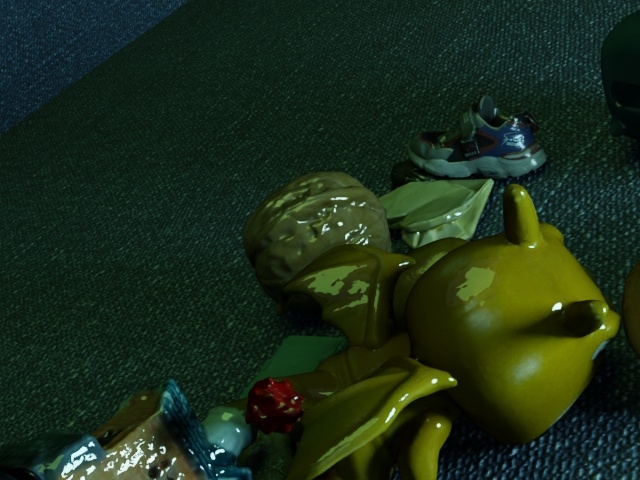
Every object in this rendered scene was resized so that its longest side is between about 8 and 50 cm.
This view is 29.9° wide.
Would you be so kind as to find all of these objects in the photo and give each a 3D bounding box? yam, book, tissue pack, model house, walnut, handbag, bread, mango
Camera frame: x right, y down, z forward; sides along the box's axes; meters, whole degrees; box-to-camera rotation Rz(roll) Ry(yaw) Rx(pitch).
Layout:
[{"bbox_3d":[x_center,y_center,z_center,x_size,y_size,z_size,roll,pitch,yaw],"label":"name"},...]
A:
[{"bbox_3d":[-0.056,0.269,1.347,0.078,0.078,0.179,-23,24,3],"label":"yam"},{"bbox_3d":[-0.037,0.174,1.588,0.103,0.017,0.135,-1,34,36],"label":"book"},{"bbox_3d":[0.525,-0.226,1.662,0.206,0.198,0.287,-32,28,-20],"label":"tissue pack"},{"bbox_3d":[-0.174,0.262,1.270,0.291,0.253,0.184,-37,18,-33],"label":"model house"},{"bbox_3d":[0.000,0.000,1.711,0.213,0.213,0.213,-20,25,10],"label":"walnut"},{"bbox_3d":[0.153,-0.098,1.923,0.072,0.047,0.111,-26,24,-24],"label":"handbag"},{"bbox_3d":[0.364,0.061,1.234,0.114,0.077,0.189,-30,25,24],"label":"bread"},{"bbox_3d":[0.114,0.067,1.575,0.227,0.099,0.136,-20,18,33],"label":"mango"}]

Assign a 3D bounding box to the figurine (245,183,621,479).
[{"bbox_3d":[0.114,0.136,1.238,0.387,0.268,0.401,-34,12,12],"label":"figurine"}]

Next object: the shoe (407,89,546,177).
[{"bbox_3d":[0.237,-0.167,1.861,0.227,0.125,0.099,5,28,27],"label":"shoe"}]

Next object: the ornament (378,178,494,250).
[{"bbox_3d":[0.182,-0.053,1.801,0.180,0.059,0.201,-27,23,-12],"label":"ornament"}]
